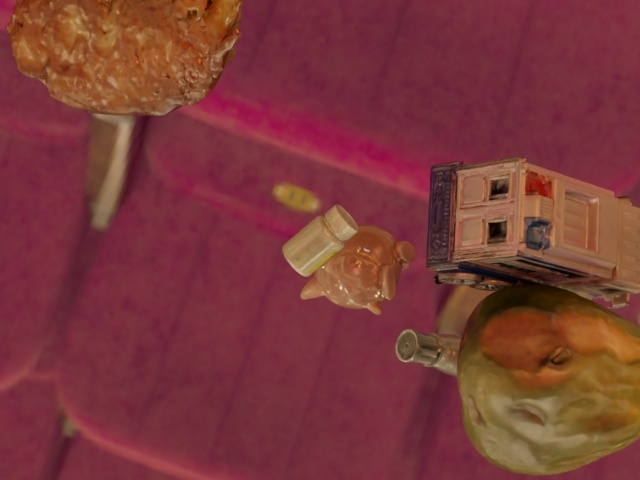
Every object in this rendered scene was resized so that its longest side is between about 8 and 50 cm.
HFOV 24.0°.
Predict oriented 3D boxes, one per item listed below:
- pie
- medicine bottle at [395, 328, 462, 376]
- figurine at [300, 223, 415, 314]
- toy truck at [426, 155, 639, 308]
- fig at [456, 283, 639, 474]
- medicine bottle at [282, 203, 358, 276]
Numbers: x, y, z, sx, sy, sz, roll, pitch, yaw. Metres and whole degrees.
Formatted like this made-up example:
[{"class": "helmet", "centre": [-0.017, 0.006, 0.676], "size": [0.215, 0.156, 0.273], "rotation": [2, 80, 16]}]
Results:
[{"class": "pie", "centre": [-0.154, -0.247, 1.334], "size": [0.308, 0.308, 0.085], "rotation": [-4, 172, 40]}, {"class": "medicine bottle", "centre": [0.184, 0.148, 1.888], "size": [0.208, 0.053, 0.090], "rotation": [14, 180, -38]}, {"class": "figurine", "centre": [0.052, 0.039, 2.019], "size": [0.138, 0.125, 0.125], "rotation": [-7, 145, 35]}, {"class": "toy truck", "centre": [0.244, -0.005, 1.581], "size": [0.268, 0.124, 0.155], "rotation": [13, 166, -42]}, {"class": "fig", "centre": [0.279, 0.146, 1.545], "size": [0.275, 0.206, 0.206], "rotation": [3, 152, 9]}, {"class": "medicine bottle", "centre": [0.000, 0.000, 1.717], "size": [0.083, 0.047, 0.047], "rotation": [-39, 128, 14]}]
